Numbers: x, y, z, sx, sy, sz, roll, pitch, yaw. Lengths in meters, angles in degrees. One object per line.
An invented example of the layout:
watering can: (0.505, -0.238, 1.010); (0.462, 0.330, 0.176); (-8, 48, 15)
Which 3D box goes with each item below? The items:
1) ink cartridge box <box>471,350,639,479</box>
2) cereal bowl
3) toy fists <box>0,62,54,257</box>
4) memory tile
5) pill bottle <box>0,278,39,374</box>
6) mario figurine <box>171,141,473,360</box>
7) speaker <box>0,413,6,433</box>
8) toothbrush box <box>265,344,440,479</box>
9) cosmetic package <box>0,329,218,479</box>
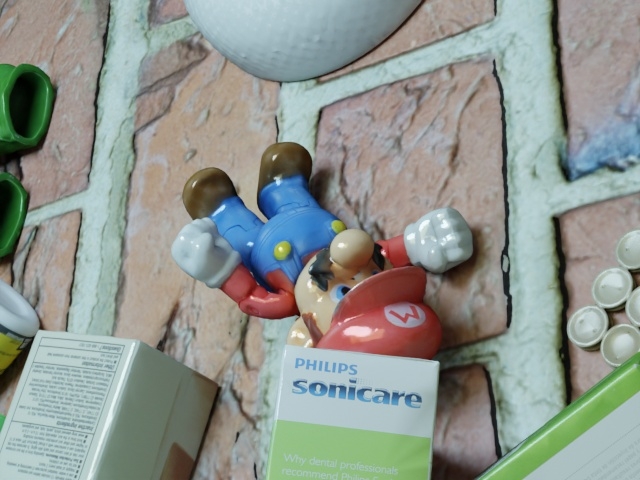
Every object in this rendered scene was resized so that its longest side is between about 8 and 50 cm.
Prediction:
ink cartridge box: (0.229, 0.235, 0.958); (0.189, 0.097, 0.255); (-40, 81, 14)
cereal bowl: (-0.025, -0.345, 1.461); (0.339, 0.141, 0.339); (-19, 55, 29)
toy fists: (-0.422, -0.092, 1.674); (0.142, 0.096, 0.279); (-10, 61, 36)
memory tile: (0.269, 0.058, 1.073); (0.148, 0.012, 0.113); (28, 85, 44)
pill bottle: (-0.402, 0.129, 1.522); (0.184, 0.103, 0.103); (-48, 45, 7)
mario figurine: (0.000, 0.000, 1.222); (0.198, 0.170, 0.320); (-49, 43, 3)
speaker: (-0.408, 0.307, 1.408); (0.131, 0.131, 0.296); (10, 72, 42)
toothbrush box: (0.010, 0.247, 1.023); (0.122, 0.206, 0.283); (6, 64, 0)
cosmetic package: (-0.224, 0.245, 1.290); (0.153, 0.129, 0.296); (4, 68, 39)
